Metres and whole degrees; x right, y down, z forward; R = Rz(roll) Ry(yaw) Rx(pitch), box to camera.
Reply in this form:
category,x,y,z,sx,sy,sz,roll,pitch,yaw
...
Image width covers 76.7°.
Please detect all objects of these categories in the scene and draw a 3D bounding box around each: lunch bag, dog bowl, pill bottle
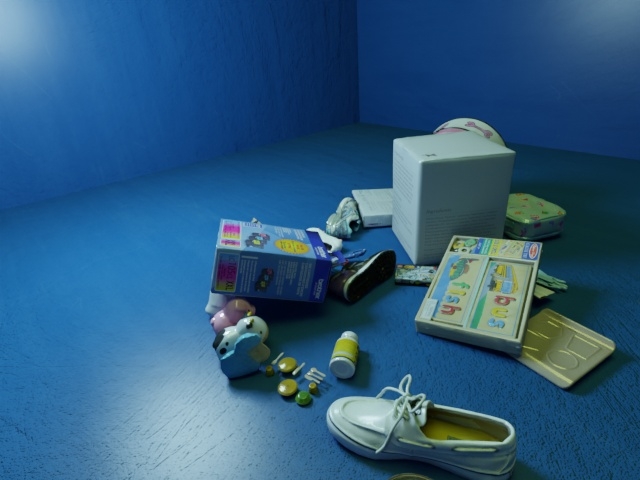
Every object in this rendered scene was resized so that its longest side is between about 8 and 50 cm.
category,x,y,z,sx,sy,sz,roll,pitch,yaw
lunch bag,0.807,-0.098,1.635,0.224,0.108,0.279,-15,27,-12
dog bowl,0.594,-0.316,1.765,0.408,0.408,0.150,21,35,40
pill bottle,0.065,0.286,1.028,0.065,0.065,0.116,3,28,14

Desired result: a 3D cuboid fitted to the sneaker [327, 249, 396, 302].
category,x,y,z,sx,sy,sz,roll,pitch,yaw
sneaker,0.138,0.096,1.362,0.283,0.107,0.124,-27,29,-38

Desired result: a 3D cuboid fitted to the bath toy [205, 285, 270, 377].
category,x,y,z,sx,sy,sz,roll,pitch,yaw
bath toy,-0.244,0.220,1.140,0.151,0.129,0.348,-15,28,-19

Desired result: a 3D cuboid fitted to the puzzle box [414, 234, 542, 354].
category,x,y,z,sx,sy,sz,roll,pitch,yaw
puzzle box,0.471,0.132,1.176,0.272,0.052,0.409,7,40,32

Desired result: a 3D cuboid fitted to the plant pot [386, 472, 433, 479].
category,x,y,z,sx,sy,sz,roll,pitch,yaw
plant pot,0.124,0.434,0.540,0.215,0.230,0.215,-3,26,2

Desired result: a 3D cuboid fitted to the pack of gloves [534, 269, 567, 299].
category,x,y,z,sx,sy,sz,roll,pitch,yaw
pack of gloves,0.653,0.126,1.307,0.195,0.046,0.232,-7,27,-31

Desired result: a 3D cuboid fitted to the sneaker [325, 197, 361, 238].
category,x,y,z,sx,sy,sz,roll,pitch,yaw
sneaker,0.121,-0.087,1.753,0.122,0.110,0.283,17,39,14

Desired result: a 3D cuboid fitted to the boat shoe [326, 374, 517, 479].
category,x,y,z,sx,sy,sz,roll,pitch,yaw
boat shoe,0.185,0.347,0.785,0.367,0.156,0.136,8,29,22

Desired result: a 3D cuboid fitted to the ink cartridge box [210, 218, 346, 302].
category,x,y,z,sx,sy,sz,roll,pitch,yaw
ink cartridge box,-0.126,0.061,1.261,0.395,0.151,0.270,9,19,-14

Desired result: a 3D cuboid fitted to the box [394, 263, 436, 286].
category,x,y,z,sx,sy,sz,roll,pitch,yaw
box,0.322,0.118,1.367,0.137,0.027,0.094,3,29,13

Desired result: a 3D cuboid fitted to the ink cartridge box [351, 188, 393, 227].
category,x,y,z,sx,sy,sz,roll,pitch,yaw
ink cartridge box,0.331,-0.161,1.880,0.330,0.071,0.324,-2,26,-4

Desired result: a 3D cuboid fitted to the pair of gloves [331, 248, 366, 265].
category,x,y,z,sx,sy,sz,roll,pitch,yaw
pair of gloves,0.070,0.073,1.435,0.198,0.023,0.159,-23,4,-43

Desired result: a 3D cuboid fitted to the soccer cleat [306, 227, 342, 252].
category,x,y,z,sx,sy,sz,roll,pitch,yaw
soccer cleat,0.000,0.000,1.613,0.196,0.068,0.076,22,40,37

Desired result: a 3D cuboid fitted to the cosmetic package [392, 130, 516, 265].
category,x,y,z,sx,sy,sz,roll,pitch,yaw
cosmetic package,0.463,-0.164,1.501,0.327,0.394,0.329,-6,27,-3

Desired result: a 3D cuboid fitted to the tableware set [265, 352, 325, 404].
category,x,y,z,sx,sy,sz,roll,pitch,yaw
tableware set,-0.070,0.341,0.992,0.154,0.024,0.104,16,36,33

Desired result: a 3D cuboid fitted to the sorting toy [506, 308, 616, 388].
category,x,y,z,sx,sy,sz,roll,pitch,yaw
sorting toy,0.591,0.269,1.023,0.208,0.038,0.193,-23,32,-24

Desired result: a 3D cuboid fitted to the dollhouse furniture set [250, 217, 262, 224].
category,x,y,z,sx,sy,sz,roll,pitch,yaw
dollhouse furniture set,-0.276,0.006,1.683,0.151,0.123,0.144,-47,37,-5
